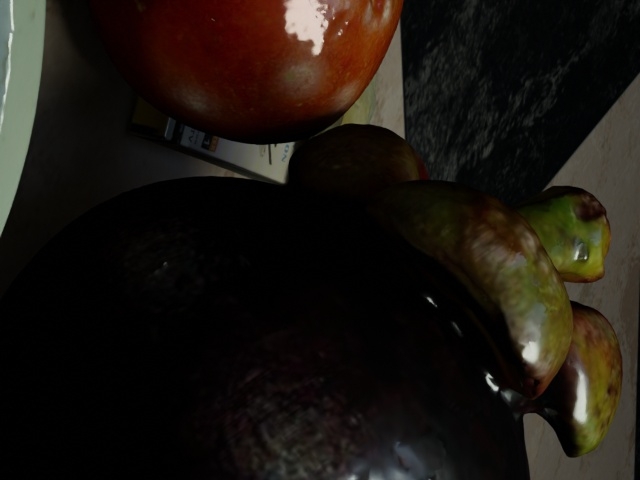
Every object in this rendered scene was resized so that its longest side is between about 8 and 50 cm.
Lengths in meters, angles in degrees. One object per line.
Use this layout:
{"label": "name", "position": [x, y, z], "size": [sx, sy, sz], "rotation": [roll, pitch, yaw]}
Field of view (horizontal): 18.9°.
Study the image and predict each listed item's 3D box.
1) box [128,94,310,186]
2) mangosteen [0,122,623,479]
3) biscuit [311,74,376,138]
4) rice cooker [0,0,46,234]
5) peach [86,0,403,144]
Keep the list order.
{"label": "box", "position": [-0.053, -0.115, 1.400], "size": [0.247, 0.033, 0.129], "rotation": [17, 86, -65]}
{"label": "mangosteen", "position": [-0.003, 0.117, 1.160], "size": [0.382, 0.435, 0.382], "rotation": [62, 7, -13]}
{"label": "biscuit", "position": [0.002, 0.000, 1.511], "size": [0.141, 0.038, 0.290], "rotation": [-55, 156, -56]}
{"label": "rice cooker", "position": [-0.266, -0.076, 0.627], "size": [0.335, 0.325, 0.335], "rotation": [-37, 133, -54]}
{"label": "peach", "position": [-0.043, -0.178, 1.197], "size": [0.243, 0.199, 0.243], "rotation": [5, 90, -66]}
